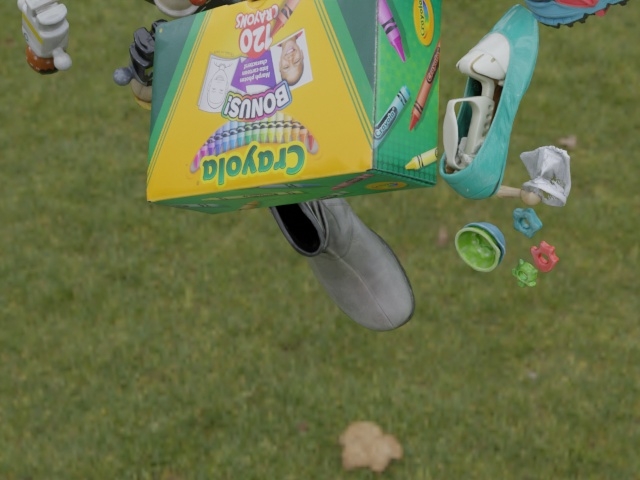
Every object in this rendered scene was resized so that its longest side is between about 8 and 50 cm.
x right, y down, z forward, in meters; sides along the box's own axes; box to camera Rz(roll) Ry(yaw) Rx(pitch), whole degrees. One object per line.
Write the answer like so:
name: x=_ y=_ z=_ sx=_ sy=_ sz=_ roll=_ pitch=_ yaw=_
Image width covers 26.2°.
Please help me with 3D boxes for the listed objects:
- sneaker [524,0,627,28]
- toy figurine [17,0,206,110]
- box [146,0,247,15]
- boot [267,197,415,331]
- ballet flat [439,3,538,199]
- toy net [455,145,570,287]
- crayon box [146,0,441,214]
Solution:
sneaker: x=0.251 y=-0.266 z=1.142 sx=0.262 sy=0.125 sz=0.104 roll=-21 pitch=37 yaw=43
toy figurine: x=-0.246 y=-0.277 z=1.629 sx=0.213 sy=0.148 sz=0.209 roll=13 pitch=66 yaw=-6
box: x=-0.111 y=-0.409 z=1.709 sx=0.318 sy=0.395 sz=0.097 roll=23 pitch=60 yaw=-25
boot: x=0.000 y=0.000 z=1.358 sx=0.083 sy=0.246 sz=0.161 roll=-33 pitch=3 yaw=12
ballet flat: x=0.198 y=-0.173 z=1.648 sx=0.087 sy=0.247 sz=0.083 roll=15 pitch=-2 yaw=-37
toy net: x=0.259 y=-0.024 z=1.730 sx=0.122 sy=0.232 sz=0.045 roll=44 pitch=53 yaw=12
crayon box: x=-0.028 y=-0.118 z=1.158 sx=0.278 sy=0.165 sz=0.081 roll=-6 pitch=-11 yaw=44
